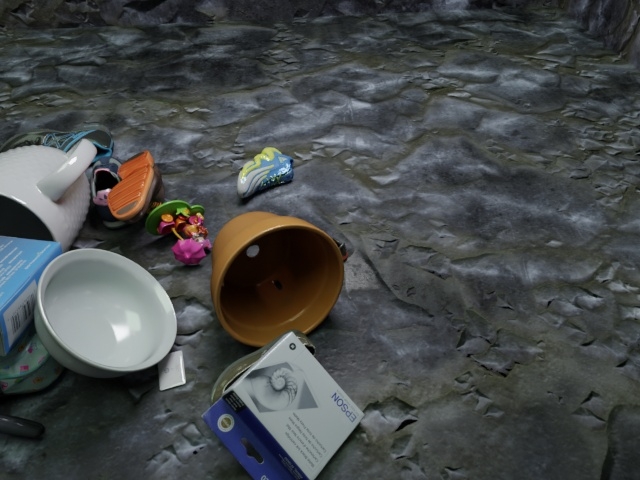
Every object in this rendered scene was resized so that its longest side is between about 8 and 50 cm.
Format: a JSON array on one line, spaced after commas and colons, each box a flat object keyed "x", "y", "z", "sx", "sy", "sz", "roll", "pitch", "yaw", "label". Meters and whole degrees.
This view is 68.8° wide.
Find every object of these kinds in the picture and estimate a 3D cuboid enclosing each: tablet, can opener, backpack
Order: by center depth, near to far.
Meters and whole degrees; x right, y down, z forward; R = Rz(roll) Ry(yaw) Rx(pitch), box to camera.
[{"x": -0.618, "y": 0.335, "z": 0.877, "sx": 0.186, "sy": 0.059, "sz": 0.073, "roll": 25, "pitch": 83, "yaw": -10, "label": "can opener"}, {"x": -0.632, "y": 0.231, "z": 0.965, "sx": 0.188, "sy": 0.145, "sz": 0.166, "roll": 0, "pitch": 40, "yaw": -10, "label": "backpack"}, {"x": -0.321, "y": 0.279, "z": 1.005, "sx": 0.054, "sy": 0.006, "sz": 0.083, "roll": -13, "pitch": 47, "yaw": -12, "label": "tablet"}]

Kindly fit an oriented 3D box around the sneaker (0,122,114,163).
[{"x": -0.829, "y": -0.281, "z": 1.472, "sx": 0.340, "sy": 0.125, "sz": 0.140, "roll": -21, "pitch": 47, "yaw": -19, "label": "sneaker"}]

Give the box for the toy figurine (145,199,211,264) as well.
[{"x": -0.348, "y": -0.008, "z": 1.237, "sx": 0.173, "sy": 0.130, "sz": 0.159, "roll": -13, "pitch": 56, "yaw": -46, "label": "toy figurine"}]

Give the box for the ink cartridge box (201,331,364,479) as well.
[{"x": -0.062, "y": 0.323, "z": 0.862, "sx": 0.223, "sy": 0.045, "sz": 0.224, "roll": 48, "pitch": 59, "yaw": 1, "label": "ink cartridge box"}]

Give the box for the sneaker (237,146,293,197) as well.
[{"x": -0.156, "y": -0.204, "z": 1.417, "sx": 0.126, "sy": 0.091, "sz": 0.240, "roll": 15, "pitch": 47, "yaw": 14, "label": "sneaker"}]

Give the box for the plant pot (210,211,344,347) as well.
[{"x": -0.121, "y": 0.061, "z": 1.047, "sx": 0.290, "sy": 0.291, "sz": 0.203, "roll": -22, "pitch": 34, "yaw": -20, "label": "plant pot"}]

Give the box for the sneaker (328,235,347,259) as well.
[{"x": 0.000, "y": 0.000, "z": 1.233, "sx": 0.157, "sy": 0.065, "sz": 0.061, "roll": 17, "pitch": 48, "yaw": 16, "label": "sneaker"}]

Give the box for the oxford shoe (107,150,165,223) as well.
[{"x": -0.475, "y": -0.127, "z": 1.268, "sx": 0.129, "sy": 0.133, "sz": 0.364, "roll": -27, "pitch": 32, "yaw": 3, "label": "oxford shoe"}]

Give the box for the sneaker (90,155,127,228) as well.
[{"x": -0.617, "y": -0.180, "z": 1.369, "sx": 0.112, "sy": 0.131, "sz": 0.319, "roll": -19, "pitch": 48, "yaw": -18, "label": "sneaker"}]

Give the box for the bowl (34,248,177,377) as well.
[{"x": -0.465, "y": 0.172, "z": 0.979, "sx": 0.134, "sy": 0.297, "sz": 0.298, "roll": -40, "pitch": 43, "yaw": 22, "label": "bowl"}]

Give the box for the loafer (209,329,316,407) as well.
[{"x": -0.108, "y": 0.266, "z": 0.937, "sx": 0.251, "sy": 0.094, "sz": 0.087, "roll": -37, "pitch": 19, "yaw": -31, "label": "loafer"}]

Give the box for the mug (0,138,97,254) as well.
[{"x": -0.702, "y": -0.117, "z": 1.171, "sx": 0.374, "sy": 0.276, "sz": 0.328, "roll": -33, "pitch": 31, "yaw": 19, "label": "mug"}]

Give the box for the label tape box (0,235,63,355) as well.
[{"x": -0.733, "y": 0.090, "z": 0.915, "sx": 0.347, "sy": 0.115, "sz": 0.249, "roll": 5, "pitch": 29, "yaw": -4, "label": "label tape box"}]
